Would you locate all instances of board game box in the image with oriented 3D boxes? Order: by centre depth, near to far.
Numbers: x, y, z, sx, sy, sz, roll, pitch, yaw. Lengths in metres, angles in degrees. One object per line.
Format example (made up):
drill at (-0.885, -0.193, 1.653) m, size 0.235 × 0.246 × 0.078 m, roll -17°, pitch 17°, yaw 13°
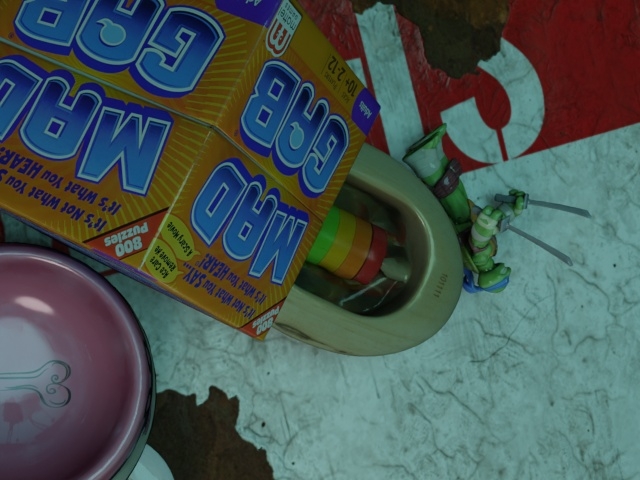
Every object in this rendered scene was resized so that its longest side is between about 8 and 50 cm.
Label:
board game box at (-0.200, -0.137, 1.715) m, size 0.356 × 0.356 × 0.356 m, roll -63°, pitch 154°, yaw -7°

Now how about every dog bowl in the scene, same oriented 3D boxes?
dog bowl at (-0.403, 0.186, 1.775) m, size 0.408 × 0.150 × 0.408 m, roll 4°, pitch 76°, yaw -16°

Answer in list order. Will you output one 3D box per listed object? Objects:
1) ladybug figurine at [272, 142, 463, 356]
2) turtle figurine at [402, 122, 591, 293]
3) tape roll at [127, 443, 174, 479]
ladybug figurine at (0.000, 0.000, 2.010) m, size 0.449 × 0.162 × 0.305 m, roll 30°, pitch 77°, yaw -22°
turtle figurine at (0.265, -0.067, 2.109) m, size 0.266 × 0.274 × 0.198 m, roll 54°, pitch 50°, yaw -6°
tape roll at (-0.310, 0.373, 1.904) m, size 0.219 × 0.072 × 0.219 m, roll 1°, pitch 88°, yaw -26°
